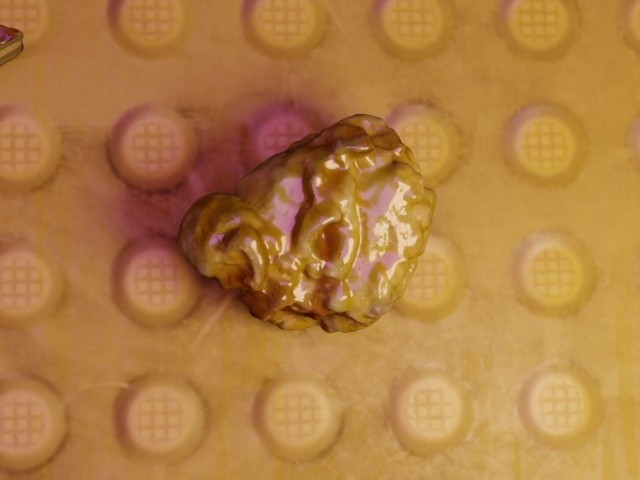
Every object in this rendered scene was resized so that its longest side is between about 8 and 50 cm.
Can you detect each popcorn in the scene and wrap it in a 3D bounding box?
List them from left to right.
[{"bbox_3d":[0.000,0.000,1.746,0.286,0.174,0.225,-32,95,-11],"label":"popcorn"}]

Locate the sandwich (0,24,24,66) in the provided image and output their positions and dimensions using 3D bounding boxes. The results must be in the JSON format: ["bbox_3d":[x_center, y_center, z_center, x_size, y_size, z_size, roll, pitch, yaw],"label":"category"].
[{"bbox_3d":[-0.436,-0.172,1.729,0.187,0.117,0.144,4,84,-10],"label":"sandwich"}]
